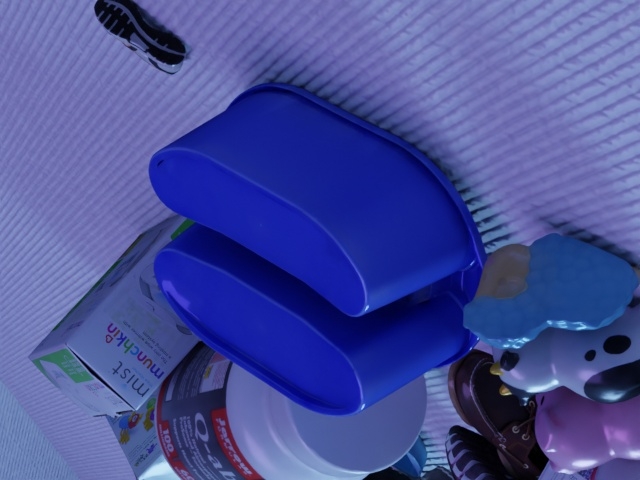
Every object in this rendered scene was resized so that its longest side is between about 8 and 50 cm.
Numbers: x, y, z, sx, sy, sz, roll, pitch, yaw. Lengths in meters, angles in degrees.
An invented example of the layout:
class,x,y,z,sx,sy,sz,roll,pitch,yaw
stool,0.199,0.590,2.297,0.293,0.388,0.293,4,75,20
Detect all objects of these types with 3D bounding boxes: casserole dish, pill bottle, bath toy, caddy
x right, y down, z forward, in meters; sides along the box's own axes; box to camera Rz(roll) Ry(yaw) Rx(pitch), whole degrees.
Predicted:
class,x,y,z,sx,sy,sz,roll,pitch,yaw
casserole dish,0.065,0.231,2.120,0.188,0.037,0.114,24,154,41
pill bottle,-0.038,0.192,1.949,0.210,0.210,0.363,46,155,-11
bath toy,0.235,0.147,1.451,0.151,0.129,0.348,23,154,44
caddy,0.000,0.000,1.537,0.341,0.179,0.241,30,134,33

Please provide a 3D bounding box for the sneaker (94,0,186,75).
class,x,y,z,sx,sy,sz,roll,pitch,yaw
sneaker,-0.180,-0.199,1.659,0.109,0.040,0.044,40,163,8

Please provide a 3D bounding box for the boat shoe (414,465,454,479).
class,x,y,z,sx,sy,sz,roll,pitch,yaw
boat shoe,0.241,0.373,1.984,0.324,0.097,0.116,45,171,-4

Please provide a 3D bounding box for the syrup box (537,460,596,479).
class,x,y,z,sx,sy,sz,roll,pitch,yaw
syrup box,0.317,0.294,1.616,0.237,0.096,0.093,33,-168,24

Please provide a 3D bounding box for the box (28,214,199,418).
class,x,y,z,sx,sy,sz,roll,pitch,yaw
box,-0.225,0.099,2.107,0.127,0.231,0.262,45,162,-9

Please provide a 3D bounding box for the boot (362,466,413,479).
class,x,y,z,sx,sy,sz,roll,pitch,yaw
boot,0.117,0.353,2.161,0.236,0.085,0.178,33,177,40

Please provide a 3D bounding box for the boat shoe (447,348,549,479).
class,x,y,z,sx,sy,sz,roll,pitch,yaw
boat shoe,0.200,0.182,1.693,0.073,0.073,0.207,19,158,46

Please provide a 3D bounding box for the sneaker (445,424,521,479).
class,x,y,z,sx,sy,sz,roll,pitch,yaw
sneaker,0.158,0.314,1.786,0.106,0.162,0.281,27,-168,-15

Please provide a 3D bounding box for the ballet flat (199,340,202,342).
class,x,y,z,sx,sy,sz,roll,pitch,yaw
ballet flat,-0.117,0.177,2.306,0.232,0.073,0.080,46,159,-11

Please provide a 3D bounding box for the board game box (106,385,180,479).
class,x,y,z,sx,sy,sz,roll,pitch,yaw
board game box,-0.201,0.238,2.345,0.142,0.144,0.275,42,-175,-36
